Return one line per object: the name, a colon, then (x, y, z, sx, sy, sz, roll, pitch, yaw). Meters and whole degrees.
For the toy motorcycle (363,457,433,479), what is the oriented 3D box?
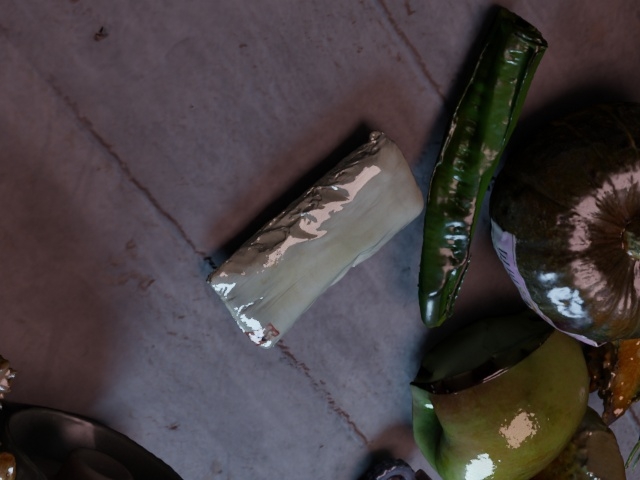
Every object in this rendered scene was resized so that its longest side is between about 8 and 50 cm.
toy motorcycle: (0.061, 0.344, 2.003, 0.118, 0.084, 0.212, 20, 105, -37)

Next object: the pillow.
pillow: (0.000, 0.000, 1.692, 0.229, 0.051, 0.128, -42, 136, -2)

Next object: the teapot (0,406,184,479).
teapot: (-0.269, 0.349, 1.650, 0.344, 0.253, 0.300, -60, 170, 11)

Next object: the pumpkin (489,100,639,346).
pumpkin: (0.308, -0.018, 1.794, 0.260, 0.189, 0.260, -10, 116, -23)

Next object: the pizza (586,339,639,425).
pizza: (0.413, 0.065, 2.054, 0.251, 0.074, 0.288, -18, 134, -25)

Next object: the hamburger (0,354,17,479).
hamburger: (-0.364, 0.151, 1.411, 0.260, 0.211, 0.245, -10, 136, -25)

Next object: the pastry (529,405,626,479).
pastry: (0.275, 0.278, 2.038, 0.093, 0.182, 0.192, 6, 120, -34)

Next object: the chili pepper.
chili pepper: (0.143, -0.058, 1.735, 0.076, 0.085, 0.359, 0, 125, -26)

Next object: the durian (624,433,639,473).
durian: (0.457, 0.114, 2.023, 0.169, 0.158, 0.352, 6, 124, -3)

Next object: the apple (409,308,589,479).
apple: (0.200, 0.176, 1.917, 0.188, 0.174, 0.207, -18, 149, -22)
